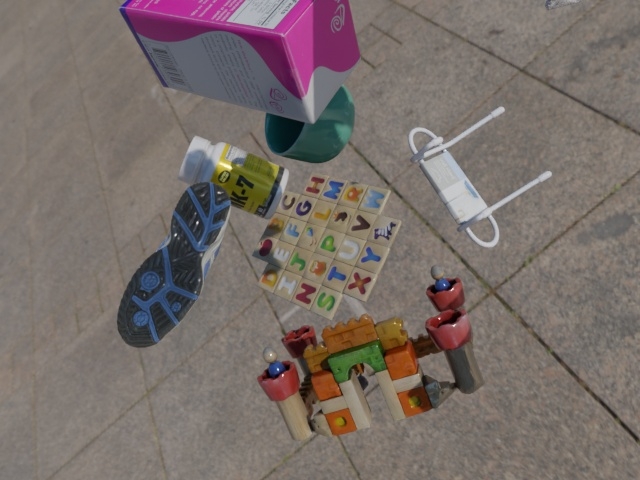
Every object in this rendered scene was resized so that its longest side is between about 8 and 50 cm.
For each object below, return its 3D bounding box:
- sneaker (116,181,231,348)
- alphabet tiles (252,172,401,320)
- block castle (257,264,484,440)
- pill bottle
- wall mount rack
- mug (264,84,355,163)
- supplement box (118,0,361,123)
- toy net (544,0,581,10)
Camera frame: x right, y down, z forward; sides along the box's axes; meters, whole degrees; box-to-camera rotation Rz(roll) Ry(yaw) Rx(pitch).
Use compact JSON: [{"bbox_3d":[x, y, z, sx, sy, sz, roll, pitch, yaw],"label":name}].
[{"bbox_3d":[-0.165,0.035,0.666,0.080,0.081,0.211,27,71,3],"label":"sneaker"},{"bbox_3d":[0.000,0.000,1.161,0.343,0.011,0.285,19,80,43],"label":"alphabet tiles"},{"bbox_3d":[0.107,0.231,1.211,0.454,0.212,0.303,-20,8,15],"label":"block castle"},{"bbox_3d":[-0.182,-0.134,1.165,0.119,0.209,0.119,-159,90,-79],"label":"pill bottle"},{"bbox_3d":[0.385,-0.172,1.351,0.304,0.350,0.130,-28,-8,-37],"label":"wall mount rack"},{"bbox_3d":[-0.011,-0.192,0.824,0.129,0.098,0.157,-31,57,49],"label":"mug"},{"bbox_3d":[-0.083,-0.221,0.597,0.220,0.111,0.113,22,64,27],"label":"supplement box"},{"bbox_3d":[0.370,-0.349,0.647,0.232,0.122,0.045,-29,70,26],"label":"toy net"}]
